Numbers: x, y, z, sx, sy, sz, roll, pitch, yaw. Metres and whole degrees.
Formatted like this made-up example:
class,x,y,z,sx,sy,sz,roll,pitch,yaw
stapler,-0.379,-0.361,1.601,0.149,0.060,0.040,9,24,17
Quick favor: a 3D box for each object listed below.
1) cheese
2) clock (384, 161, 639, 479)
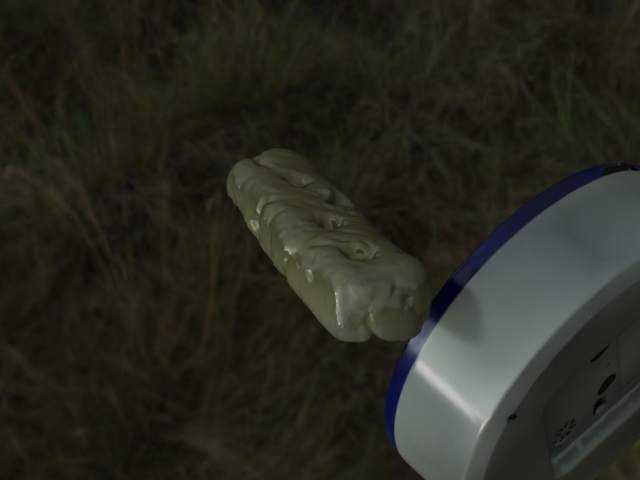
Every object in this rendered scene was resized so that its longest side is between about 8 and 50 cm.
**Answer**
class,x,y,z,sx,sy,sz,roll,pitch,yaw
cheese,0.000,0.000,0.839,0.065,0.043,0.194,-10,29,-20
clock,0.148,0.066,0.888,0.230,0.230,0.083,-37,59,-20
